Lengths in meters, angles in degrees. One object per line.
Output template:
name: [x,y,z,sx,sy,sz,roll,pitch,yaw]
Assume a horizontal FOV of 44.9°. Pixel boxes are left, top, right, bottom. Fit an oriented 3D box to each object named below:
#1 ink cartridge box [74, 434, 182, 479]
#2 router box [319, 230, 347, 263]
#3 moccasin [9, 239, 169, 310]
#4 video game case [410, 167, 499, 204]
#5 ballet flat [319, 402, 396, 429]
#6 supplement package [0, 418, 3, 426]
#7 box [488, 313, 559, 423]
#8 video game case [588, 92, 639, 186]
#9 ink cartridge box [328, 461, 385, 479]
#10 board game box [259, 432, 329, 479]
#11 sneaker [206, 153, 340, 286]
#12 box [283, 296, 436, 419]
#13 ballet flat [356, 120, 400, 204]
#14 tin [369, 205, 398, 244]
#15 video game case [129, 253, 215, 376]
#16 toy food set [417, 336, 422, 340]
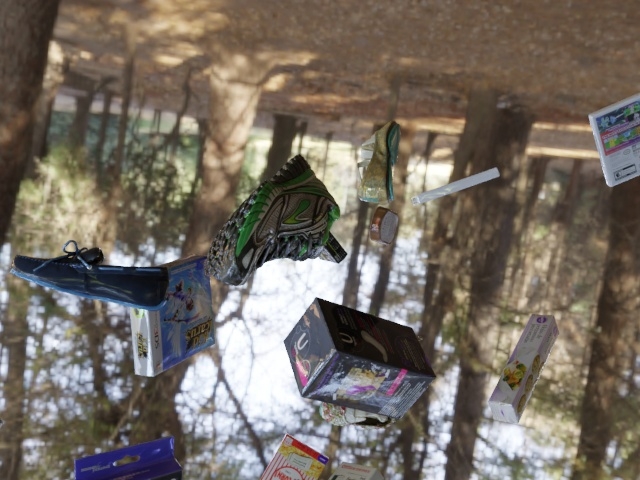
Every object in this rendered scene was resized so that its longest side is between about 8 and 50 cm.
ink cartridge box: [-0.355,0.486,1.438,0.206,0.208,0.045,-5,-169,-41]
router box: [0.000,0.000,1.918,0.122,0.038,0.092,51,161,-25]
moccasin: [-0.505,0.069,1.724,0.342,0.116,0.138,13,176,-11]
video game case: [0.334,-0.134,1.964,0.204,0.025,0.285,-19,-179,4]
ballet flat: [0.100,0.415,1.887,0.077,0.091,0.241,-3,166,41]
supplement package: [-0.774,0.419,1.624,0.105,0.179,0.105,43,-163,18]
box: [0.500,0.306,1.888,0.063,0.067,0.324,1,-145,37]
video game case: [0.716,-0.238,1.726,0.201,0.183,0.023,-23,-155,4]
ink cartridge box: [0.075,0.739,2.199,0.153,0.087,0.208,-7,-151,47]
board game box: [-0.086,0.690,2.281,0.147,0.193,0.045,30,172,2]
sneaker: [-0.056,-0.022,1.224,0.146,0.134,0.343,43,-145,-1]
box: [0.081,0.252,1.632,0.270,0.143,0.165,21,-152,-30]
ballet flat: [0.165,-0.233,2.237,0.123,0.123,0.348,8,-136,4]
tin: [0.192,-0.042,2.322,0.040,0.106,0.190,19,-179,20]
video game case: [-0.364,0.179,1.924,0.061,0.244,0.269,4,-168,25]
toy food set: [0.225,0.289,2.222,0.122,0.019,0.078,-18,-166,-36]
